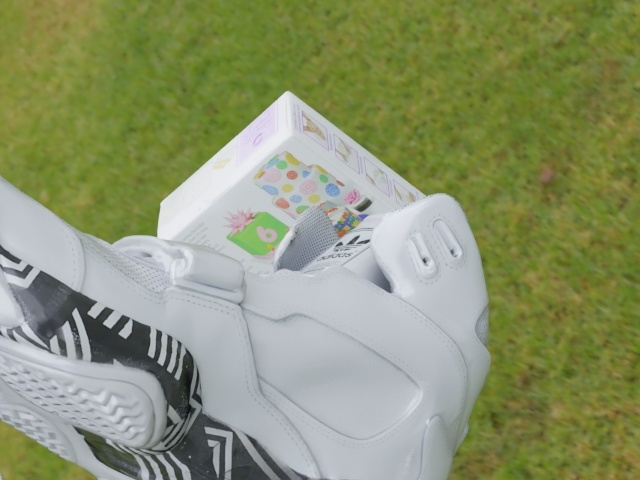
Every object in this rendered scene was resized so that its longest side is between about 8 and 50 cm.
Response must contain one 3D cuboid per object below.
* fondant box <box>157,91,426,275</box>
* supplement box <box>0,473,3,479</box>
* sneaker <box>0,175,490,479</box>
[{"bbox_3d":[0.000,0.000,1.696,0.238,0.330,0.096,-39,33,27],"label":"fondant box"},{"bbox_3d":[-0.358,0.260,1.083,0.130,0.239,0.073,-126,28,-50],"label":"supplement box"},{"bbox_3d":[-0.046,0.034,0.708,0.137,0.366,0.210,-5,49,50],"label":"sneaker"}]
